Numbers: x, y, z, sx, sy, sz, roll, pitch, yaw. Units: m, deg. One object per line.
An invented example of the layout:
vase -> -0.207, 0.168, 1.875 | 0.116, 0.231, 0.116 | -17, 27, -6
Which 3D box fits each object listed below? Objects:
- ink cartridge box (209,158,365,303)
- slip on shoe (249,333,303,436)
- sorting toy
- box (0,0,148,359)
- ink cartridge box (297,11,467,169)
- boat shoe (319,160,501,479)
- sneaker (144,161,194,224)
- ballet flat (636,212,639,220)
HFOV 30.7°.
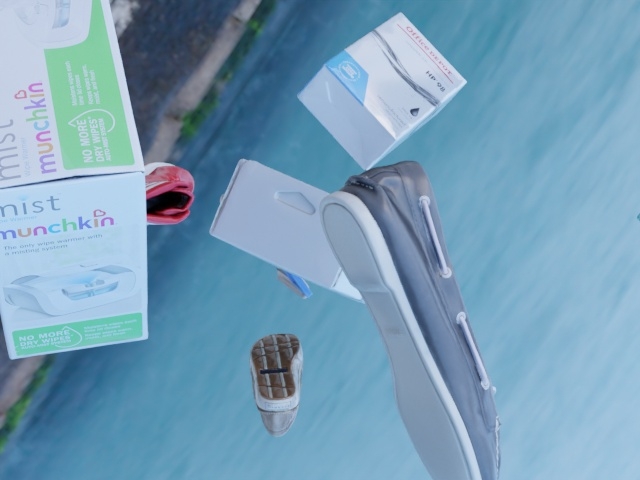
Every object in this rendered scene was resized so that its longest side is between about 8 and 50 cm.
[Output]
ink cartridge box -> 0.000, 0.000, 1.679 | 0.122, 0.211, 0.289 | -66, 157, -2
slip on shoe -> -0.039, 0.130, 1.076 | 0.135, 0.051, 0.041 | -104, -170, -66
sorting toy -> -0.091, 0.000, 2.047 | 0.047, 0.196, 0.347 | -40, -161, -8
box -> -0.224, -0.077, 0.957 | 0.126, 0.262, 0.231 | -8, 144, -14
ink cartridge box -> 0.073, -0.161, 1.182 | 0.180, 0.104, 0.060 | -41, 177, -42
boat shoe -> 0.108, 0.088, 1.044 | 0.095, 0.335, 0.112 | -29, -164, -23
sneaker -> -0.200, -0.050, 1.531 | 0.221, 0.128, 0.087 | -29, 121, -58
ballet flat -> 0.702, -0.125, 1.933 | 0.400, 0.139, 0.139 | -44, 159, -4
